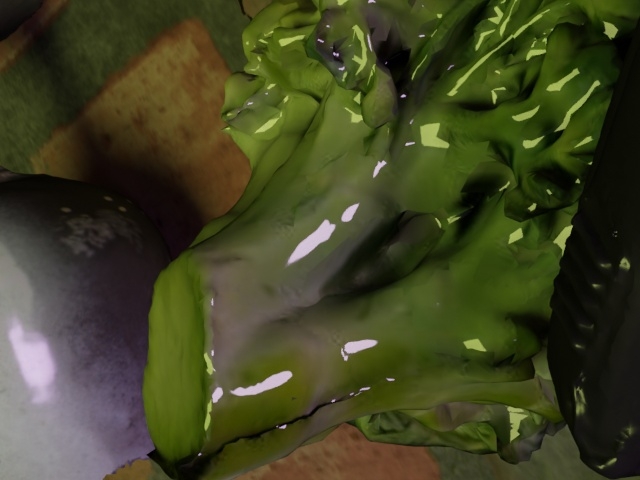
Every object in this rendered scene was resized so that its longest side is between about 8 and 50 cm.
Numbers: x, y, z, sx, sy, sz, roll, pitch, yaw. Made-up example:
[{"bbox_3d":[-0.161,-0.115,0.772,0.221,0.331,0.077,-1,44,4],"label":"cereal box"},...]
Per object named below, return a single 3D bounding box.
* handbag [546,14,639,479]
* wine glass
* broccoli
[{"bbox_3d":[0.193,-0.044,0.352,0.088,0.244,0.275,-96,11,-51],"label":"handbag"},{"bbox_3d":[-0.216,0.012,0.883,0.238,0.238,0.323,-26,81,55],"label":"wine glass"},{"bbox_3d":[0.023,-0.002,0.552,0.248,0.245,0.288,36,133,45],"label":"broccoli"}]
